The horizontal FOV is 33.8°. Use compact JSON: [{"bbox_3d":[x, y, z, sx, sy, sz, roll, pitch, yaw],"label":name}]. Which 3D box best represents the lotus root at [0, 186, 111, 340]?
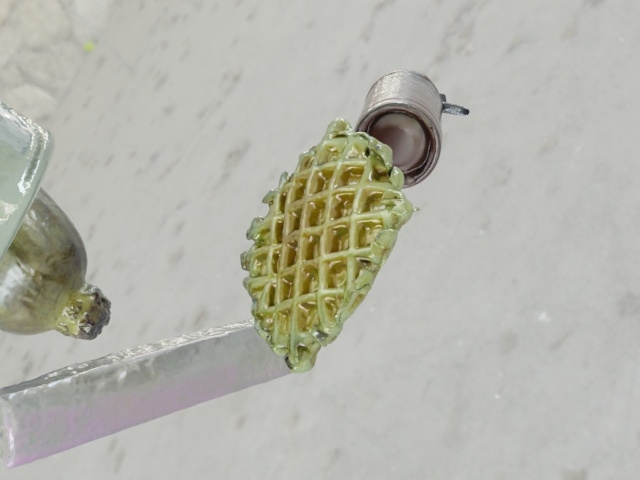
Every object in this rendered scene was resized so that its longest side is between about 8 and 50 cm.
[{"bbox_3d":[-0.360,-0.001,1.192,0.173,0.309,0.173,-42,-17,-16],"label":"lotus root"}]

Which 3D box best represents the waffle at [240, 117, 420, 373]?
[{"bbox_3d":[0.000,0.000,0.968,0.214,0.054,0.208,-55,37,14],"label":"waffle"}]

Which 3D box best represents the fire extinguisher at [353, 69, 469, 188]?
[{"bbox_3d":[0.119,-0.151,1.316,0.344,0.138,0.102,-67,-12,-71],"label":"fire extinguisher"}]

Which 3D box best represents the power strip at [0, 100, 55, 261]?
[{"bbox_3d":[-0.336,0.018,0.730,0.357,0.161,0.357,-48,21,25],"label":"power strip"}]

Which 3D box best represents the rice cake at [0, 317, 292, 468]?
[{"bbox_3d":[-0.155,0.136,1.018,0.064,0.399,0.070,-4,96,45],"label":"rice cake"}]
